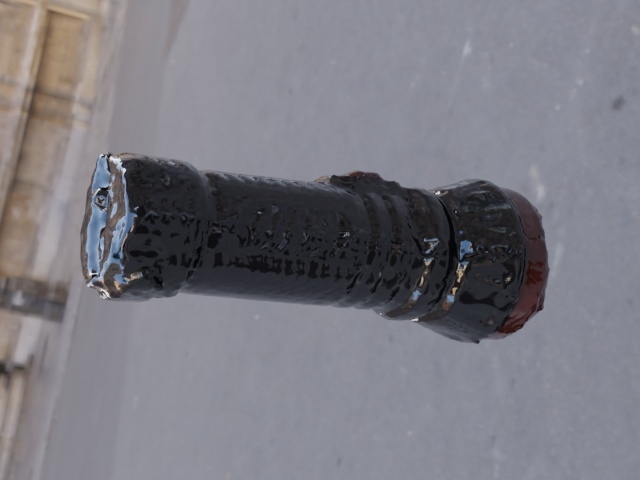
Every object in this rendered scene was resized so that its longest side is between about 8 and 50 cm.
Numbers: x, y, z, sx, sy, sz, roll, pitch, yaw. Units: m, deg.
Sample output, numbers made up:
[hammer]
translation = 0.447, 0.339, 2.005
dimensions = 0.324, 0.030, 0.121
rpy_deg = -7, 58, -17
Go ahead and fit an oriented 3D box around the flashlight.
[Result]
[flashlight]
translation = 0.000, 0.000, 0.541
dimensions = 0.093, 0.232, 0.093
rpy_deg = -27, 59, 58
